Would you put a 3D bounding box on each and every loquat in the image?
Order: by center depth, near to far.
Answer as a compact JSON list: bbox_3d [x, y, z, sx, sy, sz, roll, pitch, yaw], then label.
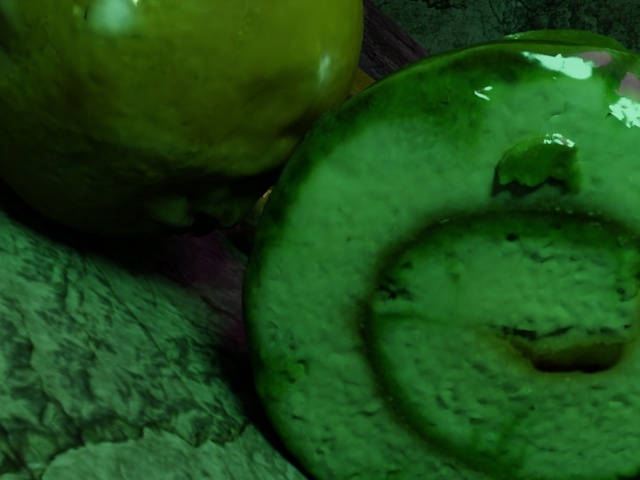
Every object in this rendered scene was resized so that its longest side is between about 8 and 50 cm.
[{"bbox_3d":[-0.123,-0.162,0.724,0.328,0.328,0.328,35,20,-14],"label":"loquat"}]

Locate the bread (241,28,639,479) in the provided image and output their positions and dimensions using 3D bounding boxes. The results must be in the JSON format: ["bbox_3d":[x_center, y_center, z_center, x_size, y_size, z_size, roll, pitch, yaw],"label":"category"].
[{"bbox_3d":[0.132,0.052,0.665,0.366,0.382,0.129,-3,17,13],"label":"bread"}]

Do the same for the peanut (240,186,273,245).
[{"bbox_3d":[0.000,0.000,0.953,0.206,0.087,0.087,27,23,-40],"label":"peanut"}]

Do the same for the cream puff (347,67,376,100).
[{"bbox_3d":[-0.010,-0.128,1.091,0.239,0.165,0.239,31,20,-13],"label":"cream puff"}]
